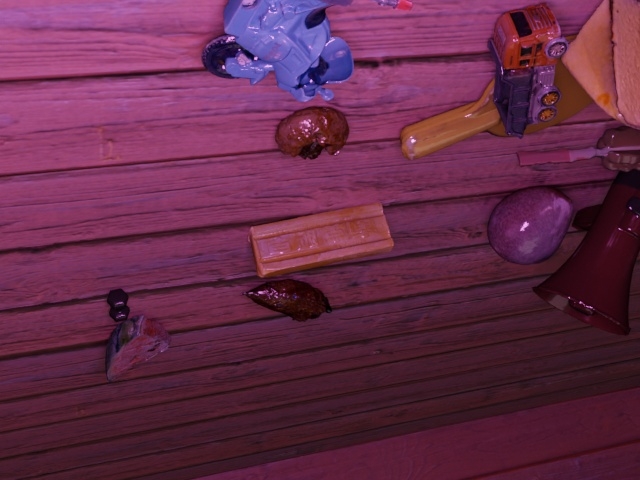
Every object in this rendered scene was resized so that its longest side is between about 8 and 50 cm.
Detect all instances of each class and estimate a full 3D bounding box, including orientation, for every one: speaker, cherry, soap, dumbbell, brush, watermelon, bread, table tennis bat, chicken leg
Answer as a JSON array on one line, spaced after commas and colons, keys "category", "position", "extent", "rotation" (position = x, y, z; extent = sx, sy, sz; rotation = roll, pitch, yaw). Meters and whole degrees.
[{"category": "speaker", "position": [0.574, 0.016, 1.903], "extent": [0.329, 0.198, 0.259], "rotation": [-60, 163, -12]}, {"category": "cherry", "position": [0.405, -0.031, 1.869], "extent": [0.176, 0.140, 0.176], "rotation": [-29, 145, -23]}, {"category": "soap", "position": [0.000, 0.000, 1.725], "extent": [0.252, 0.092, 0.037], "rotation": [-11, 157, -13]}, {"category": "dumbbell", "position": [-0.378, 0.122, 1.804], "extent": [0.040, 0.036, 0.083], "rotation": [-13, 155, -14]}, {"category": "brush", "position": [0.496, -0.160, 1.737], "extent": [0.301, 0.084, 0.071], "rotation": [-4, 154, -13]}, {"category": "watermelon", "position": [-0.374, 0.208, 1.958], "extent": [0.139, 0.071, 0.187], "rotation": [-5, 145, -39]}, {"category": "bread", "position": [-0.008, -0.159, 1.430], "extent": [0.113, 0.060, 0.082], "rotation": [-6, 156, -19]}, {"category": "table tennis bat", "position": [0.297, -0.216, 1.524], "extent": [0.369, 0.054, 0.224], "rotation": [-23, 153, 3]}, {"category": "chicken leg", "position": [-0.057, 0.123, 1.984], "extent": [0.105, 0.063, 0.234], "rotation": [-33, 149, 20]}, {"category": "bread", "position": [0.494, -0.242, 1.404], "extent": [0.240, 0.178, 0.135], "rotation": [3, 135, -40]}]

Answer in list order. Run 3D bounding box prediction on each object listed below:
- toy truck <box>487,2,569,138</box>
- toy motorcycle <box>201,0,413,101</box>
[{"category": "toy truck", "position": [0.291, -0.240, 1.375], "extent": [0.092, 0.083, 0.192], "rotation": [-9, 140, -2]}, {"category": "toy motorcycle", "position": [-0.018, -0.265, 1.137], "extent": [0.182, 0.123, 0.272], "rotation": [9, 146, -26]}]
